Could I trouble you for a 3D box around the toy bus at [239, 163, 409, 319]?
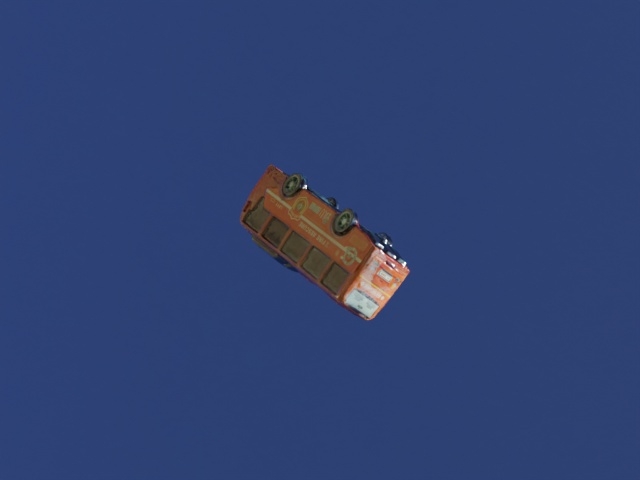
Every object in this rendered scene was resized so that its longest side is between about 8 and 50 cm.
[{"bbox_3d":[0.000,0.000,0.958,0.043,0.031,0.110,-55,-142,1],"label":"toy bus"}]
